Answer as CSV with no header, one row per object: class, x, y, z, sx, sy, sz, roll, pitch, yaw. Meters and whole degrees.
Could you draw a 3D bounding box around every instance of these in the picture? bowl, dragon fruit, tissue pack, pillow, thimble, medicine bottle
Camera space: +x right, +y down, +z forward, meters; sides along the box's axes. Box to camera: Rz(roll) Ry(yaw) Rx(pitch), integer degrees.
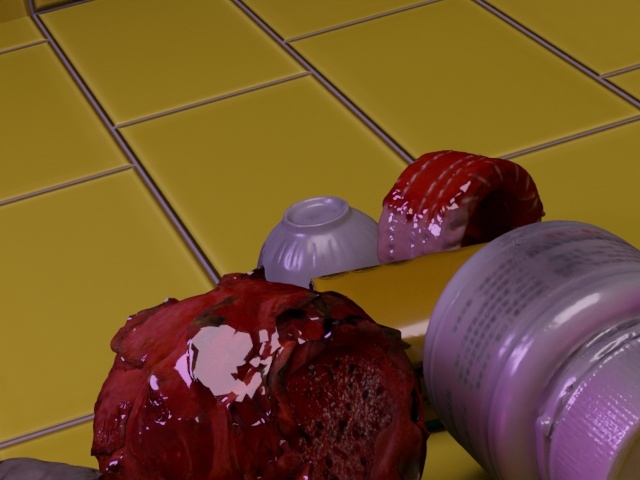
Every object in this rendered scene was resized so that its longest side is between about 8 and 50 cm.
bowl,0.000,0.000,2.234,0.189,0.086,0.189,-9,26,4
dragon fruit,-0.060,0.176,1.669,0.301,0.296,0.295,-3,27,20
tissue pack,0.136,0.097,1.930,0.271,0.134,0.192,-12,27,-2
pillow,-0.279,0.256,1.859,0.241,0.051,0.093,2,29,29
thimble,0.162,-0.018,2.119,0.125,0.163,0.189,12,34,41
medicine bottle,0.264,0.144,1.647,0.256,0.256,0.325,-19,26,-17
